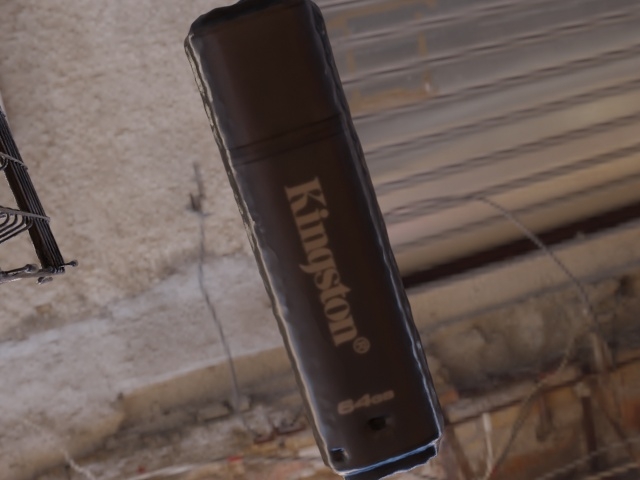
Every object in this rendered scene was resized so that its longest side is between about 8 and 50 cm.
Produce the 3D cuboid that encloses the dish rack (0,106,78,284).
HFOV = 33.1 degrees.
[{"bbox_3d":[-0.206,-0.057,0.565,0.074,0.208,0.271,-21,-179,-5],"label":"dish rack"}]

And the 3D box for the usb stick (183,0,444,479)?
[{"bbox_3d":[0.000,0.000,0.595,0.077,0.278,0.045,-19,-171,-11],"label":"usb stick"}]
